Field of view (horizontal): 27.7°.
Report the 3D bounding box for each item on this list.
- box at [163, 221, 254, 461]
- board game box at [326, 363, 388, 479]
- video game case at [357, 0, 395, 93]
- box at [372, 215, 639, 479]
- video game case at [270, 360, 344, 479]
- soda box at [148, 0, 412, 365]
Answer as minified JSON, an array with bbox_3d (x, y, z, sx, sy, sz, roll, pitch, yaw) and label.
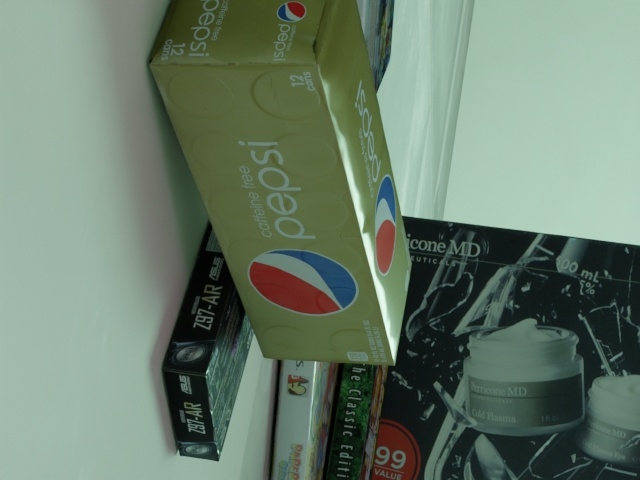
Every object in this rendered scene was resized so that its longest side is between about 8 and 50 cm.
[{"bbox_3d":[-0.044,0.041,0.555,0.067,0.018,0.083,88,12,-51],"label":"box"},{"bbox_3d":[0.032,0.122,0.983,0.136,0.030,0.259,79,20,-75],"label":"board game box"},{"bbox_3d":[0.033,-0.189,0.901,0.183,0.023,0.201,-68,163,-61],"label":"video game case"},{"bbox_3d":[0.181,0.156,1.133,0.179,0.343,0.312,50,47,-79],"label":"box"},{"bbox_3d":[0.000,0.099,0.916,0.227,0.026,0.206,-58,154,-72],"label":"video game case"},{"bbox_3d":[-0.008,-0.024,0.505,0.181,0.061,0.058,74,24,-51],"label":"soda box"}]
